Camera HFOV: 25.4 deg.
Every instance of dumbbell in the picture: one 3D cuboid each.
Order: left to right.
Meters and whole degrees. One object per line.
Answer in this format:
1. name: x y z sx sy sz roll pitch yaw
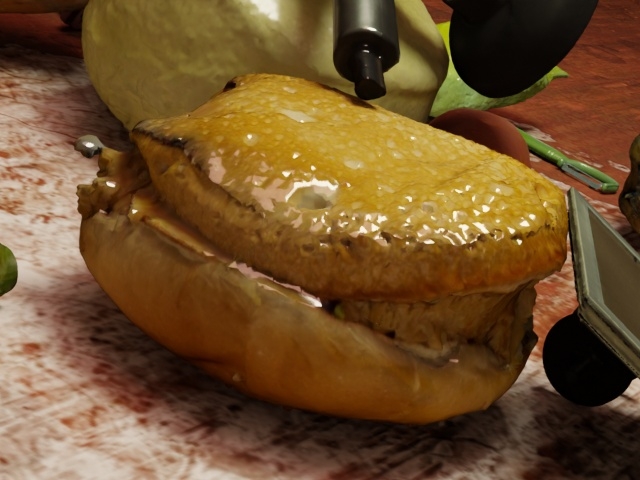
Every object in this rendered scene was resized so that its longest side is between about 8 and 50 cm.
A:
1. dumbbell: 0.203 0.079 1.029 0.069 0.069 0.147 25 20 21

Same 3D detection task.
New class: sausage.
1. sausage: 0.130 -0.050 1.257 0.113 0.114 0.259 19 21 5

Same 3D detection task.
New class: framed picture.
1. framed picture: 0.259 0.102 0.915 0.293 0.018 0.231 44 18 -7

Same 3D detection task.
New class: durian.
1. durian: 0.171 -0.193 1.663 0.250 0.101 0.139 -14 44 -43

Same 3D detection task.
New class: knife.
1. knife: 0.264 -0.104 1.641 0.054 0.015 0.212 -2 28 -44

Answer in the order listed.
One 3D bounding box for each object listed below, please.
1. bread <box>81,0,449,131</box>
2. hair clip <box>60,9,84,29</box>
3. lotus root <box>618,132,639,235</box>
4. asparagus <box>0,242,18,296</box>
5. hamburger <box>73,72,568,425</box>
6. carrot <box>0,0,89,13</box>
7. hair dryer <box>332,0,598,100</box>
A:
1. bread: -0.049 -0.175 1.262 0.320 0.237 0.321 22 38 -19
2. hair clip: -0.261 -0.295 1.583 0.102 0.123 0.138 51 33 7
3. lotus root: 0.400 -0.063 1.454 0.154 0.154 0.278 27 19 24
4. asparagus: -0.247 0.034 0.822 0.045 0.041 0.178 17 19 24
5. hamburger: 0.000 0.000 0.925 0.314 0.170 0.290 22 17 16
6. carrot: -0.319 -0.320 1.348 0.340 0.224 0.224 -7 23 -3
7. hair dryer: 0.064 -0.177 1.098 0.320 0.155 0.284 21 58 -33
